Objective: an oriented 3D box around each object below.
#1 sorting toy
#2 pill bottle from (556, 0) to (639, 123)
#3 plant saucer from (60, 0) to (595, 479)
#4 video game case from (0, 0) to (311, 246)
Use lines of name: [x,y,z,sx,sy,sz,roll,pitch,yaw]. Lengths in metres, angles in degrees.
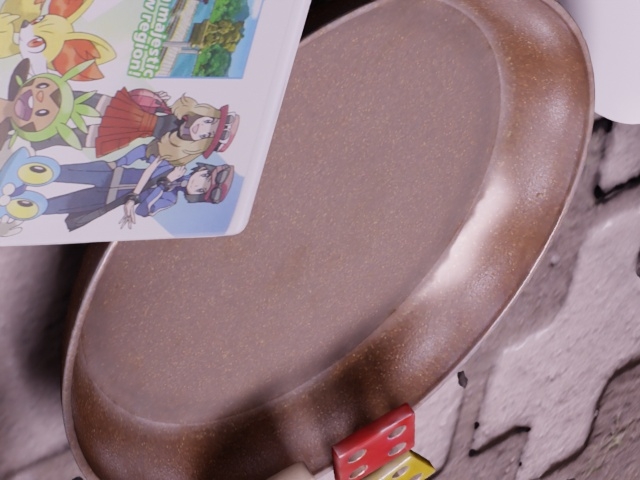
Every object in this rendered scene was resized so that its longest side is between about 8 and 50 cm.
sorting toy: [-0.045,0.183,0.964,0.274,0.046,0.132,-28,154,-16]
pill bottle: [0.222,-0.151,0.995,0.221,0.124,0.124,-33,141,-31]
plant saucer: [0.000,0.000,0.884,0.310,0.050,0.310,-29,143,-25]
video game case: [-0.114,-0.144,0.593,0.300,0.036,0.329,-3,121,-36]
